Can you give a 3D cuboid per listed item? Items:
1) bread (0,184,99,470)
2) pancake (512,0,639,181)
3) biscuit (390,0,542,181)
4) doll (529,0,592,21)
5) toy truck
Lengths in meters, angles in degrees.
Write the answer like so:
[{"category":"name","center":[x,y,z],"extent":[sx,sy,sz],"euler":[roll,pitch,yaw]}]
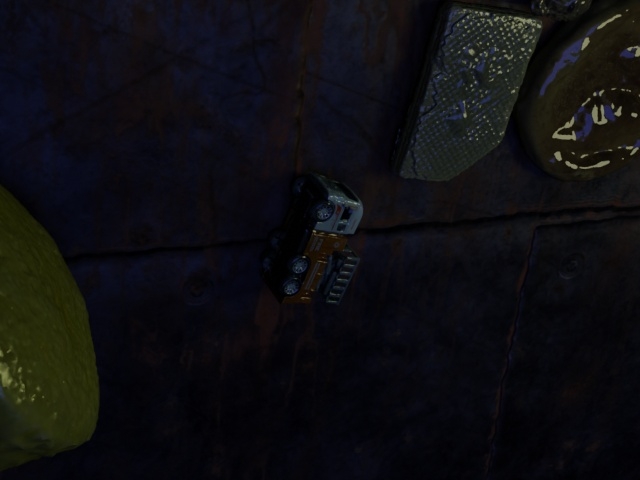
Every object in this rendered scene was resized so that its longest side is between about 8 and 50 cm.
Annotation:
[{"category":"bread","center":[-0.440,0.110,1.230],"extent":[0.307,0.348,0.348],"euler":[-20,126,2]},{"category":"pancake","center":[0.410,-0.214,1.558],"extent":[0.294,0.049,0.295],"euler":[-10,122,-17]},{"category":"biscuit","center":[0.196,-0.195,1.475],"extent":[0.150,0.052,0.252],"euler":[4,118,-26]},{"category":"doll","center":[0.307,-0.423,1.371],"extent":[0.202,0.091,0.286],"euler":[-3,111,-35]},{"category":"toy truck","center":[0.001,0.000,1.494],"extent":[0.115,0.080,0.178],"euler":[8,117,-33]}]
